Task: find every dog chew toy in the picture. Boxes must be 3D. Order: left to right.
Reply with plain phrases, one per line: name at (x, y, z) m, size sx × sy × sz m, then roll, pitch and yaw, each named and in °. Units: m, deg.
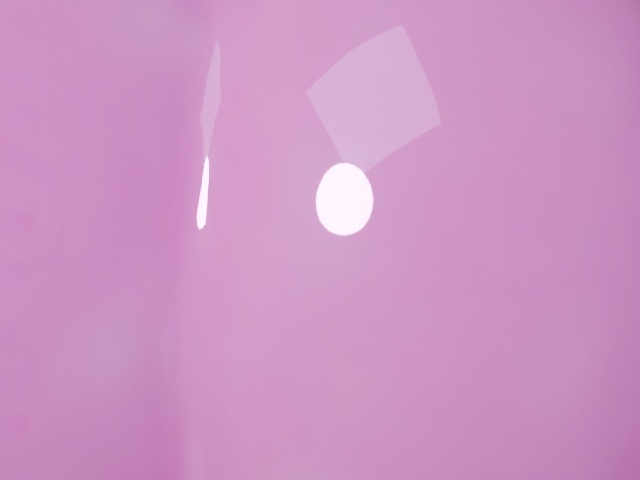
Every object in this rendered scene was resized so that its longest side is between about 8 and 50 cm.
dog chew toy at (0.000, 0.000, 0.455) m, size 0.332 × 0.206 × 0.206 m, roll 4°, pitch 44°, yaw 4°
